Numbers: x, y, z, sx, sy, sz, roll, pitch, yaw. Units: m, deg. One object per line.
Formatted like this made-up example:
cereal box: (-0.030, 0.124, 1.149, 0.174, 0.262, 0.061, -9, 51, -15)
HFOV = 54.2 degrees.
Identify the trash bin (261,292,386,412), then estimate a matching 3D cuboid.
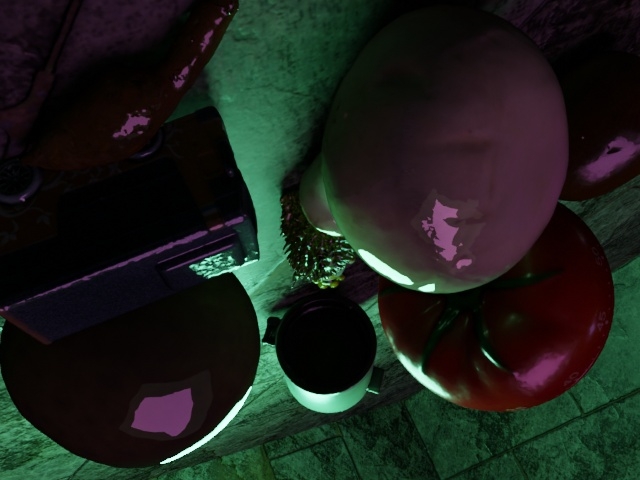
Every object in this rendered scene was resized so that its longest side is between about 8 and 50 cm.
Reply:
trash bin: (0.016, 0.264, 1.422, 0.277, 0.217, 0.263, 15, 158, 7)

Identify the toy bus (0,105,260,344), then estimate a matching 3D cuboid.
toy bus: (-0.206, -0.016, 0.662, 0.275, 0.167, 0.138, -22, 157, -9)

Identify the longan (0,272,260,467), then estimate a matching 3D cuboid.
longan: (-0.240, 0.142, 0.823, 0.318, 0.319, 0.319, -21, 157, -10)

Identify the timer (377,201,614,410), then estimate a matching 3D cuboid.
timer: (0.291, 0.094, 1.054, 0.378, 0.378, 0.279, -38, 146, 28)

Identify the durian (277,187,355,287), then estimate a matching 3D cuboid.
durian: (0.007, 0.006, 0.977, 0.137, 0.096, 0.221, -18, 146, -9)

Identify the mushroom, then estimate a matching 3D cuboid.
mushroom: (0.129, -0.072, 0.716, 0.315, 0.315, 0.356, -3, 136, -42)

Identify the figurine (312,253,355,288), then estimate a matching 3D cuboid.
figurine: (0.007, 0.052, 1.154, 0.101, 0.068, 0.143, 5, 151, -21)

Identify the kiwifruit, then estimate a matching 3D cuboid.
kiwifruit: (0.401, -0.163, 0.939, 0.233, 0.196, 0.196, -32, 157, 24)

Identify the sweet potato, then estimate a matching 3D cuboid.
sweet potato: (-0.171, -0.128, 0.578, 0.269, 0.075, 0.074, -34, 156, 12)
